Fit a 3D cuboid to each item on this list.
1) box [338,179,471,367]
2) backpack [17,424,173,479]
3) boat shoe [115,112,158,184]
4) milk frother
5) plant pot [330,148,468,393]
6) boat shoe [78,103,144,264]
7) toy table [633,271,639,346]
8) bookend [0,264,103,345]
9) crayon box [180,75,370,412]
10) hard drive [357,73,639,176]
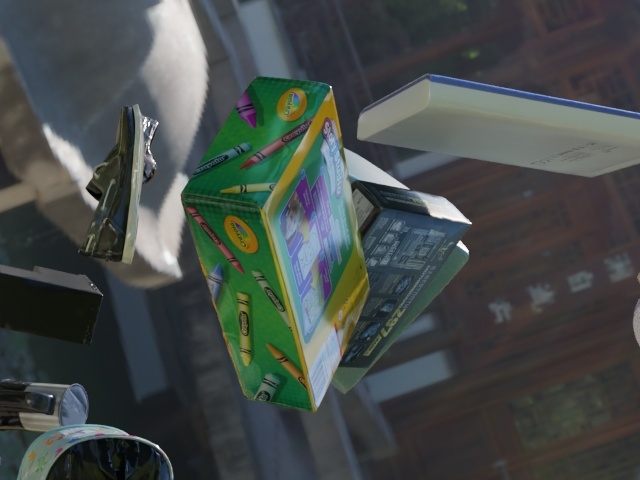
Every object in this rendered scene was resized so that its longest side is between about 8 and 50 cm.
[{"bbox_3d":[0.049,0.045,1.466,0.183,0.233,0.059,8,33,-50],"label":"box"},{"bbox_3d":[-0.323,0.384,1.758,0.191,0.225,0.254,12,-85,57],"label":"backpack"},{"bbox_3d":[-0.308,-0.131,2.114,0.073,0.073,0.207,128,-30,-50],"label":"boat shoe"},{"bbox_3d":[-0.456,0.295,1.983,0.129,0.134,0.143,-2,93,-68],"label":"milk frother"},{"bbox_3d":[0.000,0.000,1.672,0.252,0.247,0.248,38,9,-18],"label":"plant pot"},{"bbox_3d":[-0.281,-0.083,1.723,0.084,0.079,0.233,104,-9,-69],"label":"boat shoe"},{"bbox_3d":[0.639,0.141,2.056,0.274,0.252,0.161,38,27,-4],"label":"toy table"},{"bbox_3d":[-0.388,0.077,1.702,0.156,0.157,0.072,-156,-99,-69],"label":"bookend"},{"bbox_3d":[-0.032,0.008,1.175,0.278,0.081,0.165,77,30,-43],"label":"crayon box"},{"bbox_3d":[0.229,-0.129,1.474,0.210,0.318,0.040,162,-66,-69],"label":"hard drive"}]
